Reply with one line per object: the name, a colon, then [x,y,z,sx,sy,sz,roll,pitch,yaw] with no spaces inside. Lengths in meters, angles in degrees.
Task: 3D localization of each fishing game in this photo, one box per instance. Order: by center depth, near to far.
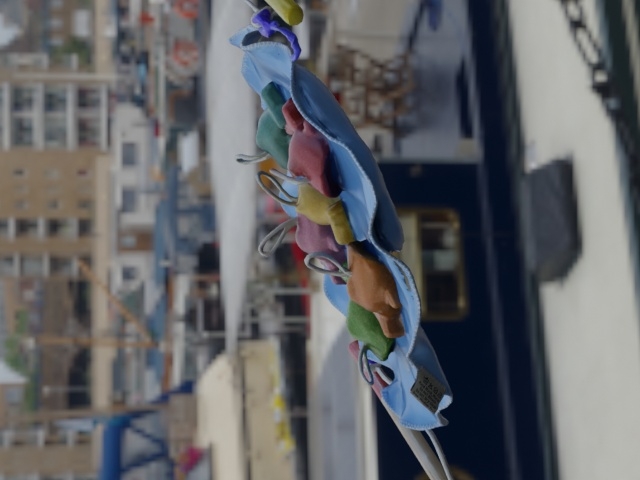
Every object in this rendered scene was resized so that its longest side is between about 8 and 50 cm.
fishing game: [0.000,0.000,0.629,0.189,0.041,0.264,55,168,51]
